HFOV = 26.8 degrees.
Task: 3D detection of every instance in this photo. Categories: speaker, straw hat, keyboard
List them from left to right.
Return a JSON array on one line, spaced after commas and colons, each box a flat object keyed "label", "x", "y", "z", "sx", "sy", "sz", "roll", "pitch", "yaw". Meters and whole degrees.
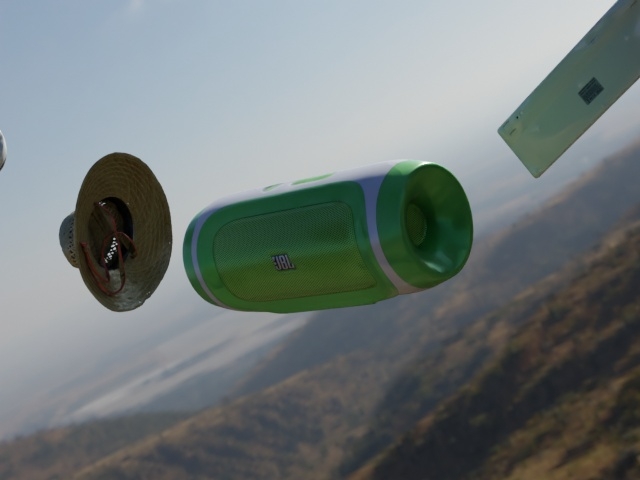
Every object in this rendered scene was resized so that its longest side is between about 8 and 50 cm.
[{"label": "straw hat", "x": -0.197, "y": -0.005, "z": 1.191, "sx": 0.061, "sy": 0.144, "sz": 0.144, "roll": -6, "pitch": 13, "yaw": 30}, {"label": "speaker", "x": 0.000, "y": 0.000, "z": 1.313, "sx": 0.297, "sy": 0.131, "sz": 0.131, "roll": -9, "pitch": 14, "yaw": 43}, {"label": "keyboard", "x": 0.276, "y": -0.164, "z": 1.401, "sx": 0.014, "sy": 0.072, "sz": 0.256, "roll": -34, "pitch": -11, "yaw": -44}]

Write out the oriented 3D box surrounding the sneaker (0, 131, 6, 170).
[{"label": "sneaker", "x": -0.551, "y": -0.105, "z": 1.750, "sx": 0.321, "sy": 0.127, "sz": 0.126, "roll": 8, "pitch": 54, "yaw": 10}]
